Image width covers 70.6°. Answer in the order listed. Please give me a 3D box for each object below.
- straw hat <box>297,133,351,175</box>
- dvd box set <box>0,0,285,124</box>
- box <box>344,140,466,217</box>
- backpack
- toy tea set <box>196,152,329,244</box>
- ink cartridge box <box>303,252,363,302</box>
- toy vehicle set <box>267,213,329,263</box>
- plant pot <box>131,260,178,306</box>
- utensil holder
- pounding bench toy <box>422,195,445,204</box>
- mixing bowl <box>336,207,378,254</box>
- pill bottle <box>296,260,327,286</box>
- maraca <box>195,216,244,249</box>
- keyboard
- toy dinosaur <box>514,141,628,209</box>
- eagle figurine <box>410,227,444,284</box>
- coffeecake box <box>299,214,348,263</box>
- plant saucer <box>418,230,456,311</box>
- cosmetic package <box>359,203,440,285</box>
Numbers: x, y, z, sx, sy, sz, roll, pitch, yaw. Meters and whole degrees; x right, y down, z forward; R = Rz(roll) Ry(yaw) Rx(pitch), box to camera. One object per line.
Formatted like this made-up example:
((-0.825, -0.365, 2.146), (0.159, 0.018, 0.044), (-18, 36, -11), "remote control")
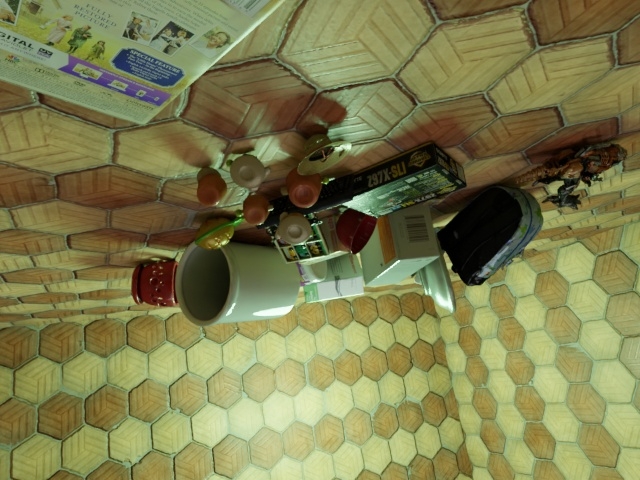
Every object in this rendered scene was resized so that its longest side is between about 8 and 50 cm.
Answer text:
((-0.002, -0.220, 1.082), (0.144, 0.061, 0.144), (-25, 168, -6), "straw hat")
((-0.273, -0.313, 0.601), (0.420, 0.062, 0.307), (-21, 160, 38), "dvd box set")
((0.244, -0.170, 1.370), (0.322, 0.079, 0.257), (-19, 163, 32), "box")
((0.643, -0.044, 1.686), (0.273, 0.290, 0.355), (-4, 138, -21), "backpack")
((-0.149, -0.133, 1.175), (0.336, 0.124, 0.200), (21, 116, -12), "toy tea set")
((0.054, 0.179, 2.209), (0.289, 0.211, 0.122), (-8, 121, -2), "ink cartridge box")
((-0.081, -0.027, 1.546), (0.166, 0.035, 0.267), (-12, 137, 10), "toy vehicle set")
((-0.683, 0.180, 1.881), (0.174, 0.191, 0.191), (1, 163, -9), "plant pot")
((-0.315, 0.168, 1.790), (0.327, 0.328, 0.385), (-20, 162, 34), "utensil holder")
((0.383, -0.160, 1.526), (0.065, 0.052, 0.083), (-3, 163, -20), "pounding bench toy")
((0.118, -0.050, 1.607), (0.098, 0.181, 0.181), (28, 178, 23), "mixing bowl")
((-0.135, 0.138, 2.064), (0.301, 0.169, 0.169), (-19, 162, 28), "pill bottle")
((-0.334, -0.032, 1.502), (0.185, 0.099, 0.127), (-30, -179, -35), "maraca")
((-0.054, -0.093, 1.305), (0.317, 0.201, 0.033), (-17, 130, 22), "keyboard")
((0.778, -0.228, 1.427), (0.322, 0.164, 0.218), (7, 151, 10), "toy dinosaur")
((0.469, 0.075, 2.164), (0.225, 0.226, 0.298), (14, 166, -5), "eagle figurine")
((0.000, 0.000, 1.703), (0.185, 0.142, 0.068), (-18, 163, 29), "coffeecake box")
((0.452, 0.111, 1.864), (0.100, 0.400, 0.400), (-16, 163, 9), "plant saucer")
((0.289, 0.022, 1.793), (0.161, 0.230, 0.453), (-5, 163, -11), "cosmetic package")
